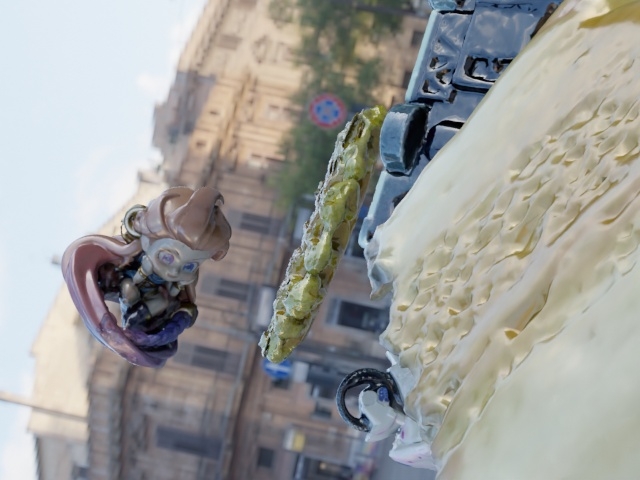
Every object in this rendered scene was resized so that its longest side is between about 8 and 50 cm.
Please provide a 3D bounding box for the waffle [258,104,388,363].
[{"bbox_3d":[0.002,0.001,1.226,0.291,0.051,0.291,-159,90,-89],"label":"waffle"}]

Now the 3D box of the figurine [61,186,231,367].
[{"bbox_3d":[-0.140,0.016,0.990,0.157,0.126,0.114,-62,27,9],"label":"figurine"}]

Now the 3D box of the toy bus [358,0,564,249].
[{"bbox_3d":[0.143,-0.093,0.888,0.165,0.133,0.276,34,-108,-59],"label":"toy bus"}]

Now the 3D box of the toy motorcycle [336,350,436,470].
[{"bbox_3d":[0.136,0.147,1.192,0.221,0.150,0.102,-35,-7,-9],"label":"toy motorcycle"}]

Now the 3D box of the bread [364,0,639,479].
[{"bbox_3d":[0.176,0.022,0.456,0.270,0.211,0.316,-49,27,18],"label":"bread"}]
